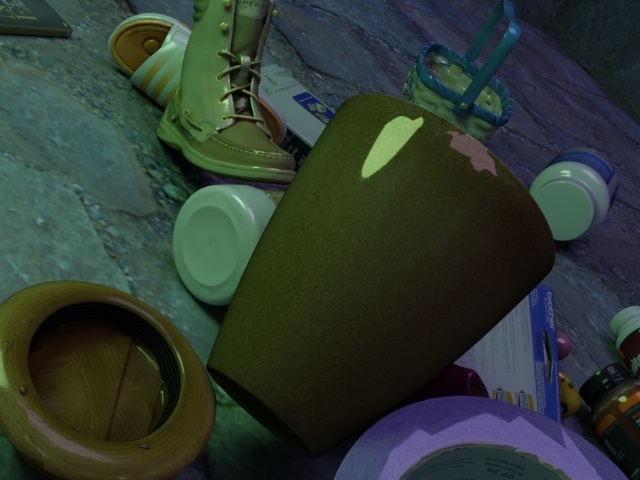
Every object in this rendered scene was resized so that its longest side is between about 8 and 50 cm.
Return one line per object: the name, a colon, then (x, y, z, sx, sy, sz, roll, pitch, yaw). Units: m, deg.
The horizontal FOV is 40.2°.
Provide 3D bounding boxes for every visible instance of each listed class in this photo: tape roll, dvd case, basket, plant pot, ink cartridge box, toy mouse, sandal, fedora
tape roll: (0.127, 0.257, 0.662, 0.274, 0.090, 0.275, 9, 44, -9)
dvd case: (-0.439, -0.313, 1.087, 0.164, 0.018, 0.221, 45, 28, 16)
basket: (0.271, -0.296, 1.612, 0.201, 0.289, 0.255, 33, 26, -7)
plant pot: (0.029, 0.047, 0.744, 0.237, 0.254, 0.237, 36, -19, 15)
ink cartridge box: (0.150, 0.118, 0.968, 0.311, 0.065, 0.186, 13, 68, -36)
ink cartridge box: (0.011, -0.129, 1.286, 0.332, 0.065, 0.165, 39, 26, 8)
toy mouse: (0.307, 0.168, 1.119, 0.031, 0.161, 0.143, -6, 11, 10)
sandal: (-0.157, -0.200, 1.153, 0.265, 0.102, 0.076, 32, 24, -14)
fedora: (-0.172, 0.116, 0.650, 0.194, 0.079, 0.194, 28, 30, -18)

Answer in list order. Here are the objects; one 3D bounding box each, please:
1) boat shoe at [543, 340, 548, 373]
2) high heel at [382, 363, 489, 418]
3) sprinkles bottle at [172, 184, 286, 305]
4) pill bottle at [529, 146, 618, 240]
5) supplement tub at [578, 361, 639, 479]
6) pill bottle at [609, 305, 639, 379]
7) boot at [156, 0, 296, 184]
boat shoe: (0.225, 0.082, 1.164, 0.096, 0.098, 0.277, 28, 29, -20)
high heel: (0.166, 0.200, 0.833, 0.244, 0.117, 0.082, 48, 51, -18)
sprinkles bottle: (0.000, 0.000, 0.997, 0.355, 0.121, 0.121, -3, 46, -52)
pill bottle: (0.485, -0.086, 1.690, 0.152, 0.152, 0.272, 41, 27, 9)
supplement tub: (0.421, 0.251, 1.121, 0.106, 0.106, 0.198, 5, 41, -47)
pill bottle: (0.524, 0.179, 1.383, 0.086, 0.086, 0.152, 18, 32, -33)
boot: (-0.092, -0.181, 1.004, 0.095, 0.204, 0.262, 9, 14, -35)
